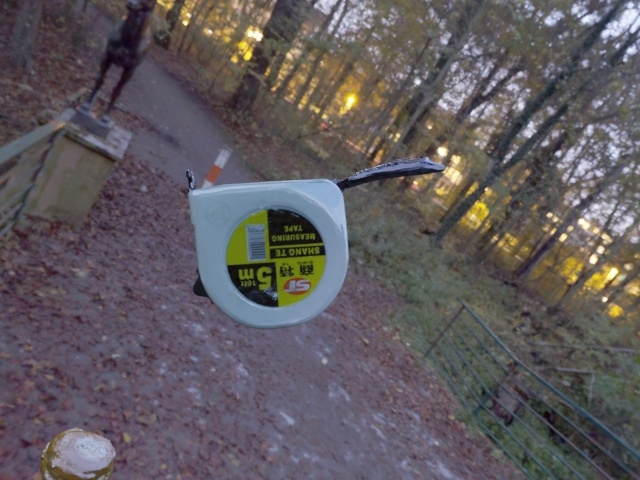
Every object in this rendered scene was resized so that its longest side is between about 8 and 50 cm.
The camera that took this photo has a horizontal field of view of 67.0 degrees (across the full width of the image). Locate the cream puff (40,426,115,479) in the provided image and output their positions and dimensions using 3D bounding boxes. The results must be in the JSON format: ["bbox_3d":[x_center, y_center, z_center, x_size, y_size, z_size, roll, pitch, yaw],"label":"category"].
[{"bbox_3d":[-0.491,0.454,0.976,0.143,0.103,0.126,28,13,-30],"label":"cream puff"}]

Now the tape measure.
[{"bbox_3d":[0.000,0.000,0.666,0.351,0.216,0.098,-5,6,-7],"label":"tape measure"}]
